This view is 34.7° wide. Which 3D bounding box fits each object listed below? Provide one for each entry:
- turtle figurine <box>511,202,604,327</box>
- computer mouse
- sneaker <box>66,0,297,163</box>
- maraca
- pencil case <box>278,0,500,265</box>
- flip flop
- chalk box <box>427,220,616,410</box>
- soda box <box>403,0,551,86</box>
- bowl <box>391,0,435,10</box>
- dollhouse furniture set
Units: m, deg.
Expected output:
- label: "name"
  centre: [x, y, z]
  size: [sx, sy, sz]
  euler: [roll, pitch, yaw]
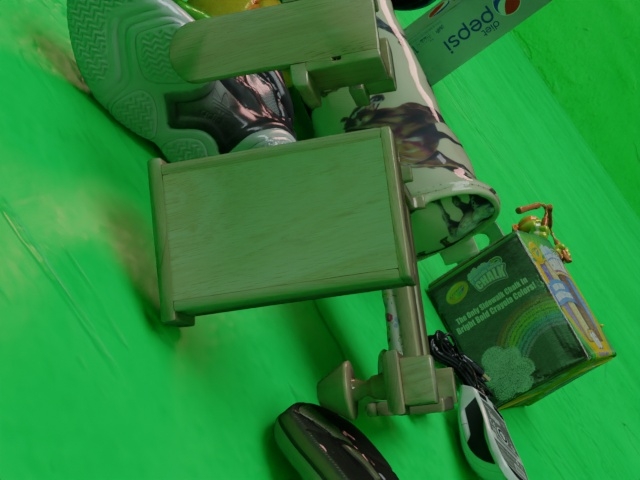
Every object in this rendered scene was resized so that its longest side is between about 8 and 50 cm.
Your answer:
- label: "turtle figurine"
  centre: [0.341, 0.046, 1.542]
  size: [0.269, 0.087, 0.217]
  euler: [21, 47, -68]
- label: "computer mouse"
  centre: [0.156, 0.182, 1.027]
  size: [0.106, 0.042, 0.193]
  euler: [47, 17, -31]
- label: "sneaker"
  centre: [-0.109, -0.142, 0.870]
  size: [0.268, 0.101, 0.153]
  euler: [48, 21, -32]
- label: "maraca"
  centre: [-0.091, -0.203, 0.994]
  size: [0.185, 0.099, 0.127]
  euler: [23, 7, -29]
- label: "pencil case"
  centre: [0.051, -0.160, 1.143]
  size: [0.183, 0.159, 0.410]
  euler: [64, 3, -61]
- label: "flip flop"
  centre: [0.041, 0.227, 0.684]
  size: [0.277, 0.080, 0.112]
  euler: [50, 12, 33]
- label: "chalk box"
  centre: [0.224, 0.074, 1.198]
  size: [0.132, 0.132, 0.213]
  euler: [11, 50, -60]
- label: "soda box"
  centre: [0.272, -0.392, 1.760]
  size: [0.098, 0.286, 0.091]
  euler: [47, 21, -20]
- label: "bowl"
  centre: [0.048, -0.482, 1.425]
  size: [0.391, 0.077, 0.391]
  euler: [36, -17, 13]
- label: "dollhouse furniture set"
  centre: [0.000, 0.000, 0.851]
  size: [0.355, 0.173, 0.303]
  euler: [42, 40, -76]
